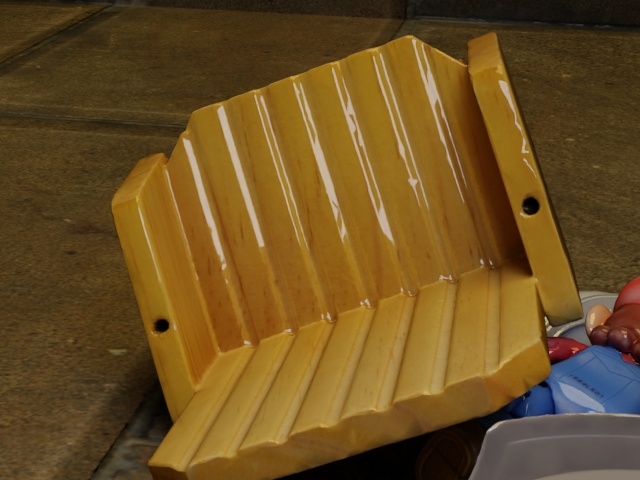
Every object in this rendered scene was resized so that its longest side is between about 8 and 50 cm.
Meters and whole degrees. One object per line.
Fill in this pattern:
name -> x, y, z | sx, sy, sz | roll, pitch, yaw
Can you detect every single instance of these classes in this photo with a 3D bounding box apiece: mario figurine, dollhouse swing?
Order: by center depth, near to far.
dollhouse swing -> 0.000, 0.000, 1.075 | 0.347, 0.315, 0.305 | -18, -5, 12
mario figurine -> 0.225, 0.153, 1.097 | 0.320, 0.198, 0.170 | -26, -9, -38

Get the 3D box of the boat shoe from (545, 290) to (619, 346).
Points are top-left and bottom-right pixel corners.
boat shoe -> 0.289, 0.089, 1.282 | 0.227, 0.079, 0.081 | -7, 16, -30

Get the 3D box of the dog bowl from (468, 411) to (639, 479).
dog bowl -> 0.181, 0.211, 0.715 | 0.348, 0.102, 0.349 | 2, 20, -1
